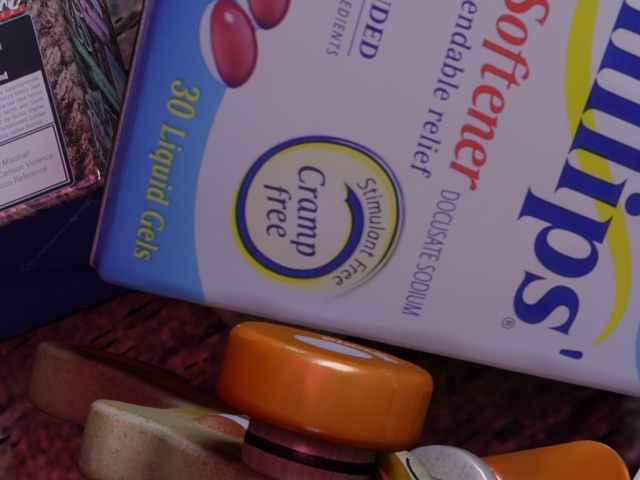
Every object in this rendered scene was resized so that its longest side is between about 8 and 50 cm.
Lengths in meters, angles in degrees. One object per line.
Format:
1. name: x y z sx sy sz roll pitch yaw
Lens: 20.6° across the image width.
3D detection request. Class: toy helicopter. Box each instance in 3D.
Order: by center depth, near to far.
1. toy helicopter: -0.020 0.101 0.823 0.355 0.235 0.140 17 93 54

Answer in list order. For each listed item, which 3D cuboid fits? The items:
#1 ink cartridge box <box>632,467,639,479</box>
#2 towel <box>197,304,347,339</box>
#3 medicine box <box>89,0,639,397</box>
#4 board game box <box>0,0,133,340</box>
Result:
1. ink cartridge box: 0.197 0.131 0.763 0.119 0.207 0.353 30 81 18
2. towel: 0.000 0.000 0.945 0.148 0.027 0.110 -41 61 -17
3. medicine box: 0.067 -0.096 0.790 0.289 0.264 0.149 12 28 -7
4. board game box: -0.237 -0.091 0.982 0.232 0.141 0.291 -20 67 6
